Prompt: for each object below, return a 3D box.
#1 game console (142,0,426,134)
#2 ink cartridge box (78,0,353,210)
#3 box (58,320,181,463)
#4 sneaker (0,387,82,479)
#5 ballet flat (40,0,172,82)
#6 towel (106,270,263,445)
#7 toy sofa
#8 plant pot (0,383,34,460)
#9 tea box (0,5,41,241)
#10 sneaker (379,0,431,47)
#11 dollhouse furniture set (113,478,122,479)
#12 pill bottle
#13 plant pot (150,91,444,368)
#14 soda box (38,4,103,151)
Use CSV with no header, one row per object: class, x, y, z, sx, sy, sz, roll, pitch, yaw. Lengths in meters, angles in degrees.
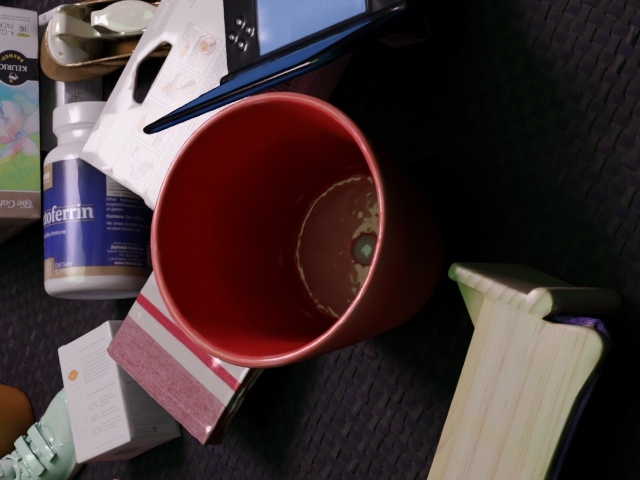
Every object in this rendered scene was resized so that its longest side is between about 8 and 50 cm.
game console,-0.051,-0.254,1.249,0.293,0.173,0.250,-14,75,41
ink cartridge box,-0.136,-0.169,1.453,0.261,0.066,0.296,33,97,29
box,-0.282,0.211,1.608,0.130,0.091,0.170,-28,68,39
sneaker,-0.444,0.329,1.712,0.094,0.151,0.255,41,113,40
ballet flat,-0.288,-0.290,1.589,0.343,0.124,0.116,-1,87,30
towel,-0.122,0.064,1.458,0.237,0.037,0.329,36,96,38
toy sofa,0.184,0.211,1.119,0.177,0.150,0.362,23,102,38
plant pot,-0.563,0.296,1.804,0.205,0.188,0.205,-6,81,43
tea box,-0.576,-0.163,1.781,0.329,0.220,0.323,-19,74,61
sneaker,0.108,-0.315,1.286,0.226,0.086,0.163,-35,65,34
dollhouse furniture set,-0.369,0.411,1.556,0.262,0.259,0.135,13,98,44
pill bottle,-0.311,-0.054,1.620,0.153,0.153,0.264,-11,78,43
plant pot,0.000,0.000,1.223,0.275,0.243,0.274,-4,82,28
soda box,-0.381,-0.243,1.758,0.069,0.074,0.216,-11,79,43
